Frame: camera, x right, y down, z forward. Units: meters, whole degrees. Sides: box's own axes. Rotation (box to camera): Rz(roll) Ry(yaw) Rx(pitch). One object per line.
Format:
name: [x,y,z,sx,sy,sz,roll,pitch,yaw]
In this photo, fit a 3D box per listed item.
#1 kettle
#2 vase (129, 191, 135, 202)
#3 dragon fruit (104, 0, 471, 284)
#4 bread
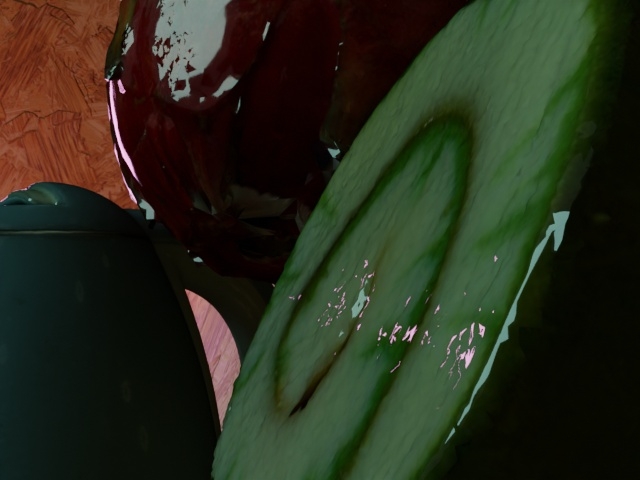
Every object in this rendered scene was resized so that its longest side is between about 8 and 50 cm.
kettle: [-0.160,0.130,1.015,0.247,0.320,0.342,-5,85,53]
vase: [-0.028,-0.186,1.336,0.250,0.250,0.445,-84,19,-59]
dragon fruit: [-0.005,-0.114,0.964,0.295,0.296,0.301,136,146,-58]
bread: [0.078,0.041,0.642,0.366,0.129,0.382,-57,14,24]
